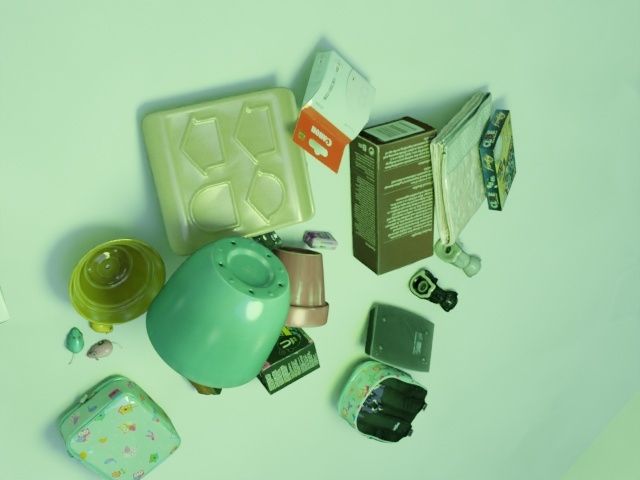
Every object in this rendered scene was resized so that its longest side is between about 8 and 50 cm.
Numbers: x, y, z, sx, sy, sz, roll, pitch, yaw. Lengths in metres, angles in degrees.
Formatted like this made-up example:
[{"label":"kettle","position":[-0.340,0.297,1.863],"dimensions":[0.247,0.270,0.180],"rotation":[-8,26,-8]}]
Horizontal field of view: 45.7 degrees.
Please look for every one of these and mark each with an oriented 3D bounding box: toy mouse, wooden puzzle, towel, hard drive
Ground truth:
[{"label":"toy mouse","position":[-0.544,0.248,1.794],"dimensions":[0.143,0.031,0.161],"rotation":[-47,130,-3]},{"label":"wooden puzzle","position":[-0.206,-0.161,1.725],"dimensions":[0.348,0.080,0.322],"rotation":[-16,105,-19]},{"label":"towel","position":[0.396,-0.199,2.057],"dimensions":[0.332,0.053,0.317],"rotation":[-47,137,-41]},{"label":"hard drive","position":[0.236,0.297,2.270],"dimensions":[0.255,0.054,0.172],"rotation":[20,71,-38]}]

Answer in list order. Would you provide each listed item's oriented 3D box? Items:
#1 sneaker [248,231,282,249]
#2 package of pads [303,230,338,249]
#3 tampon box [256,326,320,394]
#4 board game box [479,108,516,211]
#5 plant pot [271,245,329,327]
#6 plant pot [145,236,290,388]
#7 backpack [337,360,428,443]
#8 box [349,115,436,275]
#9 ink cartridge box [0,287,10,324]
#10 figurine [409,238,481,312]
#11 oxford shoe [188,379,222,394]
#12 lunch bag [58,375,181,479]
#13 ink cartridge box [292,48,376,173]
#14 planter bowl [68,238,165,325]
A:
[{"label":"sneaker","position":[-0.174,0.042,1.876],"dimensions":[0.153,0.101,0.268],"rotation":[-11,117,-25]},{"label":"package of pads","position":[0.000,0.000,2.001],"dimensions":[0.083,0.050,0.032],"rotation":[5,117,-35]},{"label":"tampon box","position":[-0.103,0.316,2.060],"dimensions":[0.161,0.120,0.101],"rotation":[-26,127,-19]},{"label":"board game box","position":[0.503,-0.224,2.137],"dimensions":[0.165,0.042,0.243],"rotation":[-61,147,-32]},{"label":"plant pot","position":[-0.069,0.113,1.939],"dimensions":[0.201,0.201,0.180],"rotation":[5,97,-35]},{"label":"plant pot","position":[-0.200,0.134,1.658],"dimensions":[0.293,0.293,0.235],"rotation":[8,131,-36]},{"label":"backpack","position":[0.171,0.476,2.279],"dimensions":[0.253,0.191,0.225],"rotation":[25,96,-47]},{"label":"box","position":[0.193,-0.118,2.009],"dimensions":[0.191,0.143,0.381],"rotation":[-18,121,-25]},{"label":"ink cartridge box","position":[-0.687,0.026,1.416],"dimensions":[0.117,0.283,0.207],"rotation":[-21,124,-23]},{"label":"figurine","position":[0.396,0.109,2.306],"dimensions":[0.209,0.092,0.215],"rotation":[31,95,-48]},{"label":"oxford shoe","position":[-0.329,0.321,1.955],"dimensions":[0.076,0.076,0.212],"rotation":[-11,117,18]},{"label":"lunch bag","position":[-0.506,0.482,1.897],"dimensions":[0.224,0.108,0.279],"rotation":[-38,129,-6]},{"label":"ink cartridge box","position":[0.037,-0.300,1.789],"dimensions":[0.189,0.066,0.232],"rotation":[32,64,-46]},{"label":"planter bowl","position":[-0.469,0.077,1.712],"dimensions":[0.217,0.090,0.217],"rotation":[-15,122,-27]}]
